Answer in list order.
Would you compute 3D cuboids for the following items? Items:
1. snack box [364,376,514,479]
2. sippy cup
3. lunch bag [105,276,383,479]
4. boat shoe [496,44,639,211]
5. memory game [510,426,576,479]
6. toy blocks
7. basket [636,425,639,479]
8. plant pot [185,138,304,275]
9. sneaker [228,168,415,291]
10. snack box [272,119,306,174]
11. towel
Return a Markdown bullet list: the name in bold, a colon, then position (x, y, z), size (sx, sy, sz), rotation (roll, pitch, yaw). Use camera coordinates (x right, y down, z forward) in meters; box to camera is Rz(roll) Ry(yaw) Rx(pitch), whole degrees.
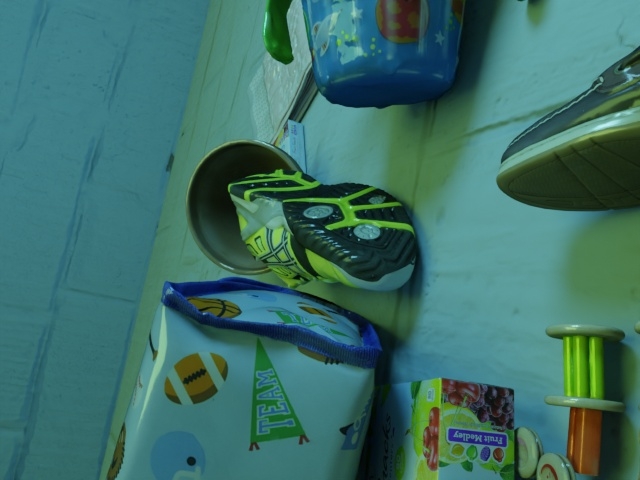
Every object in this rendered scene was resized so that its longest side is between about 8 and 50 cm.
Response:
- **snack box**: position (0.091, 0.229, 0.467), size (0.174, 0.070, 0.207), rotation (128, 151, -70)
- **sippy cup**: position (0.075, -0.284, 0.657), size (0.305, 0.240, 0.224), rotation (180, 89, -71)
- **lunch bag**: position (-0.077, 0.216, 0.610), size (0.385, 0.239, 0.327), rotation (21, -93, -83)
- **boat shoe**: position (0.241, -0.096, 0.347), size (0.285, 0.103, 0.092), rotation (-26, 48, 54)
- **memory game**: position (0.147, 0.232, 0.400), size (0.186, 0.012, 0.186), rotation (-172, 90, -80)
- **toy blocks**: position (0.201, 0.129, 0.353), size (0.123, 0.054, 0.148), rotation (-22, 58, 59)
- **basket**: position (0.271, 0.075, 0.191), size (0.213, 0.223, 0.299), rotation (39, -116, -81)
- **plant pot**: position (-0.114, -0.062, 0.993), size (0.237, 0.237, 0.110), rotation (-69, -15, 14)
- **sneaker**: position (0.000, 0.000, 0.774), size (0.385, 0.145, 0.147), rotation (30, 133, 56)
- **snack box**: position (-0.068, -0.156, 1.093), size (0.100, 0.037, 0.141), rotation (-49, 36, 45)
- **towel**: position (-0.082, -0.371, 1.226), size (0.317, 0.053, 0.331), rotation (-54, 33, 38)
